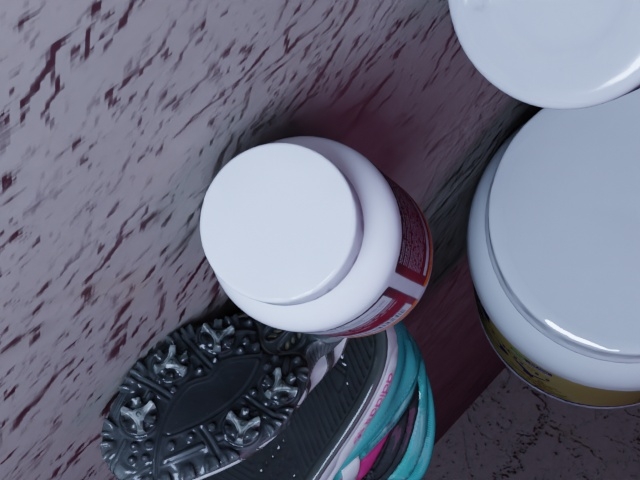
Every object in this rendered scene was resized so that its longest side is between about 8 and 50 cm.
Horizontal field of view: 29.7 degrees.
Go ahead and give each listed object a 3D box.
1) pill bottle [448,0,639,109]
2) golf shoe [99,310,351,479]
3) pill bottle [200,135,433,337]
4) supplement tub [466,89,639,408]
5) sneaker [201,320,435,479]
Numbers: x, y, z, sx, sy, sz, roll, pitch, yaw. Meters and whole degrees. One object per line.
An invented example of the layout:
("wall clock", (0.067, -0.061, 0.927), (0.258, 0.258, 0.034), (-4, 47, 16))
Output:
("pill bottle", (0.147, -0.131, 0.608), (0.112, 0.112, 0.187), (-57, 165, 27))
("golf shoe", (-0.038, 0.076, 0.647), (0.198, 0.077, 0.094), (-38, 162, -36))
("pill bottle", (0.000, 0.000, 0.547), (0.086, 0.086, 0.152), (-51, 166, 3))
("supplement tub", (0.246, 0.014, 1.016), (0.241, 0.241, 0.331), (-49, 165, -3))
("sneaker", (-0.023, 0.167, 0.840), (0.295, 0.124, 0.178), (-53, 154, 8))
